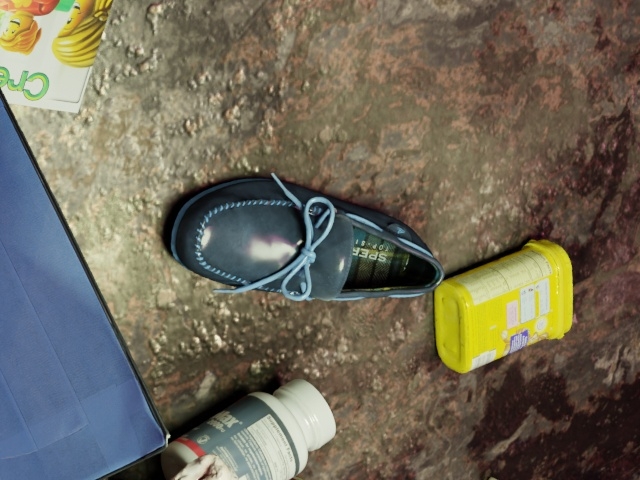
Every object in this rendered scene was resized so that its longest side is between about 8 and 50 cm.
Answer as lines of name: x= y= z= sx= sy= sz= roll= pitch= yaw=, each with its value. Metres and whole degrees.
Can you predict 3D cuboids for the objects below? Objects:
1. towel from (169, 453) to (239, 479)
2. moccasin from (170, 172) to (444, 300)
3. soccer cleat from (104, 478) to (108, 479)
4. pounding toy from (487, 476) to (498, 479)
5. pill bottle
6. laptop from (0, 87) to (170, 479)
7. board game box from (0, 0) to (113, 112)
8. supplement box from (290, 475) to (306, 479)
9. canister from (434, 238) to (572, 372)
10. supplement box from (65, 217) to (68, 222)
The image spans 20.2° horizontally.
towel: x=-0.188 y=0.375 z=1.866 sx=0.317 sy=0.053 sz=0.332 roll=-40 pitch=158 yaw=-9
moccasin: x=0.000 y=0.000 z=1.969 sx=0.342 sy=0.117 sz=0.138 roll=0 pitch=107 yaw=-40
soccer cleat: x=-0.307 y=0.261 z=1.854 sx=0.196 sy=0.068 sz=0.076 roll=-17 pitch=114 yaw=-31
pounding toy: x=0.319 y=0.395 z=2.385 sx=0.269 sy=0.154 sz=0.155 roll=42 pitch=78 yaw=-22
pill bottle: x=-0.077 y=0.231 z=2.003 sx=0.180 sy=0.108 sz=0.108 roll=-30 pitch=124 yaw=-28
laptop: x=-0.412 y=0.100 z=1.476 sx=0.408 sy=0.236 sz=0.382 roll=-25 pitch=87 yaw=-30
board game box: x=-0.330 y=-0.230 z=1.633 sx=0.305 sy=0.053 sz=0.193 roll=5 pitch=112 yaw=-41
supplement box: x=-0.047 y=0.291 z=2.088 sx=0.083 sy=0.055 sz=0.043 roll=23 pitch=90 yaw=-43
canister: x=0.225 y=0.082 z=2.219 sx=0.170 sy=0.073 sz=0.126 roll=-20 pitch=119 yaw=-31
supplement box: x=-0.324 y=-0.004 z=1.649 sx=0.104 sy=0.188 sz=0.081 roll=-4 pitch=109 yaw=-39
